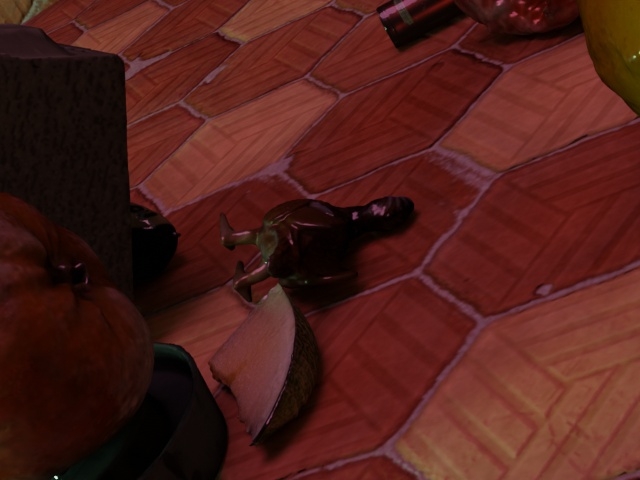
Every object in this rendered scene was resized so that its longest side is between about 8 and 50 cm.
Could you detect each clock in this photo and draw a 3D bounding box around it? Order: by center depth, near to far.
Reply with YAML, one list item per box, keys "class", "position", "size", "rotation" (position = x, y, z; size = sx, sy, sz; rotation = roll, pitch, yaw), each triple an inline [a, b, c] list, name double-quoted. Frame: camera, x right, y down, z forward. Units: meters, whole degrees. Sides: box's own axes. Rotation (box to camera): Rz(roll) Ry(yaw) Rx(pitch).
- class: "clock"
  position: [-0.224, 0.206, 1.348]
  size: [0.319, 0.066, 0.319]
  rotation: [-27, 23, 12]

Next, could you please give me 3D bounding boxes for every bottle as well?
- class: "bottle"
  position: [0.151, -0.290, 1.938]
  size: [0.164, 0.060, 0.060]
  rotation: [-27, 22, 9]

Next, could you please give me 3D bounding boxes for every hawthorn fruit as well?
- class: "hawthorn fruit"
  position: [-0.268, 0.082, 1.261]
  size: [0.263, 0.235, 0.231]
  rotation: [-19, -7, -10]

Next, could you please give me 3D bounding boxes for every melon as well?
- class: "melon"
  position: [-0.040, 0.108, 1.344]
  size: [0.098, 0.054, 0.182]
  rotation: [-38, 22, -2]

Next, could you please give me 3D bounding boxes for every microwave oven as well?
- class: "microwave oven"
  position: [-0.420, -0.034, 1.535]
  size: [0.432, 0.374, 0.236]
  rotation: [-6, 11, -25]

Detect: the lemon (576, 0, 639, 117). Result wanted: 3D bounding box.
- class: "lemon"
  position: [0.339, -0.179, 1.189]
  size: [0.285, 0.285, 0.316]
  rotation: [-39, 66, -19]

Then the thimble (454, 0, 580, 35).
- class: "thimble"
  position: [0.225, -0.345, 1.733]
  size: [0.162, 0.239, 0.239]
  rotation: [-42, 24, -29]

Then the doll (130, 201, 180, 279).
- class: "doll"
  position: [-0.221, 0.006, 1.754]
  size: [0.179, 0.102, 0.088]
  rotation: [-9, 73, 35]

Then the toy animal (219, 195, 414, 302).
- class: "toy animal"
  position: [0.000, 0.000, 1.477]
  size: [0.179, 0.089, 0.188]
  rotation: [-15, 10, 5]
